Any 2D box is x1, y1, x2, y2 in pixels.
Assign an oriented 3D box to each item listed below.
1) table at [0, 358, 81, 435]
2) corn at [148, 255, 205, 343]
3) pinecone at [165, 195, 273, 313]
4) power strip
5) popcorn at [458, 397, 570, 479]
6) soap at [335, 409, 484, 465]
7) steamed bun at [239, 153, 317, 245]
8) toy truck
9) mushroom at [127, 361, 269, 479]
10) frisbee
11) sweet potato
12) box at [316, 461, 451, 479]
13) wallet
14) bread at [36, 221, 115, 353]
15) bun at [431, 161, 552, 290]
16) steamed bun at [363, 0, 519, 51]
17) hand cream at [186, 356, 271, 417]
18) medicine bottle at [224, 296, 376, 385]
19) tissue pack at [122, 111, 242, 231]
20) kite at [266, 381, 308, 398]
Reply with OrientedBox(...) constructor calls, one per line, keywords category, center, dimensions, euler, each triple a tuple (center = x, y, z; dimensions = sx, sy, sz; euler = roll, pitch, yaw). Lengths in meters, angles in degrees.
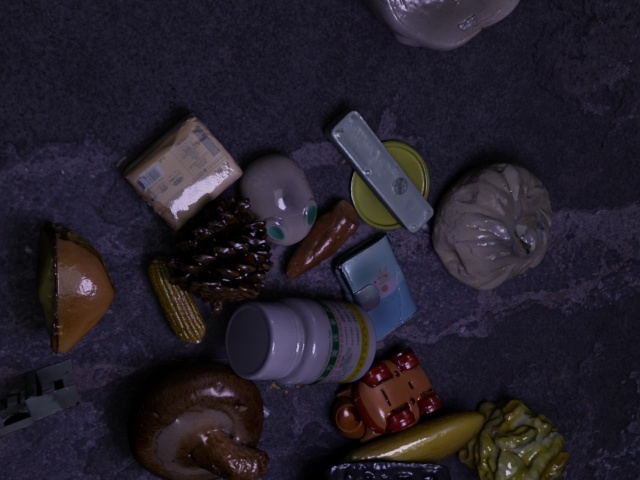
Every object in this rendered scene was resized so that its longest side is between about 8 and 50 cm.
OrientedBox(category="table", center=(-0.631, 0.344, 1.561), dimensions=(0.175, 0.146, 0.063), euler=(-18, 109, -19))
OrientedBox(category="corn", center=(-0.342, 0.144, 1.673), dimensions=(0.080, 0.080, 0.238), euler=(-27, 108, -15))
OrientedBox(category="pinecone", center=(-0.219, 0.036, 1.599), dimensions=(0.243, 0.243, 0.257), euler=(38, 47, -25))
OrientedBox(category="power strip", center=(0.160, -0.165, 1.797), dimensions=(0.091, 0.062, 0.385), euler=(-45, 114, -7))
OrientedBox(category="popcorn", center=(0.561, 0.605, 2.031), dimensions=(0.312, 0.312, 0.313), euler=(-5, 104, -21))
OrientedBox(category="soap", center=(0.258, 0.575, 1.933), dimensions=(0.426, 0.115, 0.306), euler=(-18, 150, -12))
OrientedBox(category="steamed bun", center=(-0.095, -0.094, 1.691), dimensions=(0.177, 0.130, 0.228), euler=(-22, 108, -19))
OrientedBox(category="toy truck", center=(0.165, 0.433, 1.903), dimensions=(0.264, 0.239, 0.189), euler=(-15, 71, -42))
OrientedBox(category="mushroom", center=(-0.293, 0.439, 1.675), dimensions=(0.344, 0.239, 0.346), euler=(-1, 97, -7))
OrientedBox(category="frisbee", center=(0.184, -0.144, 1.856), dimensions=(0.235, 0.017, 0.236), euler=(-5, 105, -22))
OrientedBox(category="sweet potato", center=(0.000, 0.000, 1.772), dimensions=(0.252, 0.097, 0.097), euler=(-46, 114, -9))
OrientedBox(category="box", center=(0.140, 0.679, 1.872), dimensions=(0.358, 0.091, 0.350), euler=(5, 144, -14))
OrientedBox(category="wallet", center=(0.150, 0.125, 1.873), dimensions=(0.176, 0.075, 0.251), euler=(-31, 111, -17))
OrientedBox(category="bread", center=(-0.528, 0.101, 1.519), dimensions=(0.162, 0.204, 0.262), euler=(-3, 107, -19))
OrientedBox(category="bun", center=(0.481, -0.036, 1.897), dimensions=(0.359, 0.211, 0.360), euler=(-5, 103, -22))
OrientedBox(category="steamed bun", center=(0.254, -0.583, 1.667), dimensions=(0.383, 0.247, 0.236), euler=(13, 117, -24))
OrientedBox(category="hand cream", center=(-0.237, 0.383, 1.788), dimensions=(0.256, 0.050, 0.084), euler=(29, 89, -16))
OrientedBox(category="medicine bottle", center=(-0.045, 0.243, 1.693), dimensions=(0.339, 0.208, 0.209), euler=(9, 99, -45))
OrientedBox(category="tissue pack", center=(-0.312, -0.157, 1.608), dimensions=(0.222, 0.090, 0.186), euler=(-45, 111, -9))
OrientedBox(category="kite", center=(-0.085, 0.378, 1.873), dimensions=(0.122, 0.004, 0.090), euler=(5, 99, -23))
